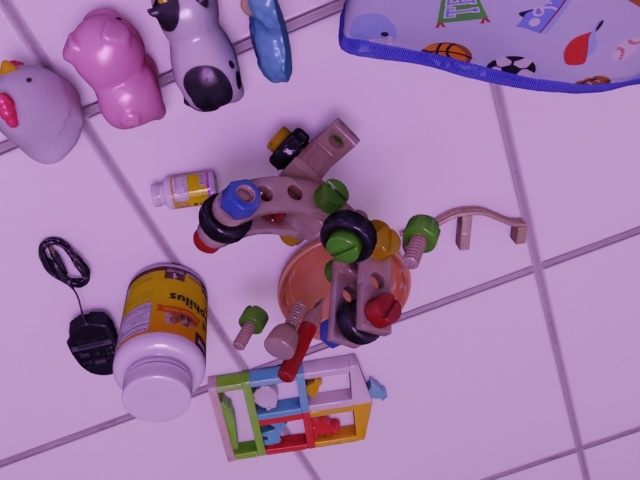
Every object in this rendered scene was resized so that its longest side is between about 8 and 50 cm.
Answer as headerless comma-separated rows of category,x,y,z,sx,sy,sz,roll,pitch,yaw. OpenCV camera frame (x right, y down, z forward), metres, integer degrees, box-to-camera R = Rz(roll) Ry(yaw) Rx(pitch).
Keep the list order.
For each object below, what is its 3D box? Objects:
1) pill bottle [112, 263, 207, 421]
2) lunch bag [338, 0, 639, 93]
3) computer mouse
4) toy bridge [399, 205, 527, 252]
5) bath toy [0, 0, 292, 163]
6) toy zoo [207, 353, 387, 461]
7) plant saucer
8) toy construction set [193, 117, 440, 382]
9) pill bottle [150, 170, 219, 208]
pill bottle,-0.212,0.135,0.889,0.117,0.215,0.117,-4,125,-6
lunch bag,0.241,-0.316,0.595,0.386,0.238,0.327,11,146,-7
computer mouse,-0.345,0.097,0.958,0.071,0.041,0.242,-10,118,0
toy bridge,0.209,-0.018,0.963,0.188,0.026,0.063,-5,122,-5
bath toy,-0.208,-0.194,0.722,0.349,0.129,0.151,-19,90,4
toy zoo,-0.030,0.286,1.131,0.294,0.030,0.192,-8,125,-3
plant saucer,0.034,0.068,0.989,0.200,0.037,0.199,-4,125,-6
toy construction set,0.000,0.000,0.824,0.258,0.237,0.308,21,137,7
pill bottle,-0.177,-0.065,0.863,0.083,0.043,0.043,-8,125,-2
